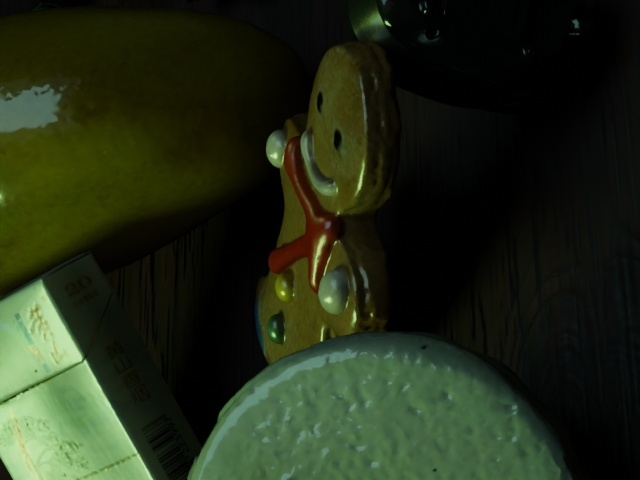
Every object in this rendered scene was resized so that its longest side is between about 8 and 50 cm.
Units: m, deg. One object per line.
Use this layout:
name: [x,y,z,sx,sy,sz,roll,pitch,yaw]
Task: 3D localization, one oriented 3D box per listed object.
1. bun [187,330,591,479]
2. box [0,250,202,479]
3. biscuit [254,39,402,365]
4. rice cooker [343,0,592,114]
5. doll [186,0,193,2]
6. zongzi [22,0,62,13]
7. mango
bun: [0.055,0.181,1.146,0.263,0.175,0.263,1,92,17]
box: [-0.183,0.141,1.410,0.149,0.067,0.233,-28,93,38]
biscuit: [-0.002,0.001,1.264,0.324,0.049,0.205,108,153,-43]
rice cooker: [0.099,-0.150,1.226,0.106,0.165,0.112,144,139,-73]
doll: [-0.076,-0.241,1.582,0.113,0.077,0.078,7,67,18]
zongzi: [-0.299,-0.207,1.821,0.104,0.052,0.113,-57,41,14]
mango: [-0.212,-0.076,1.480,0.445,0.300,0.232,-10,85,32]
